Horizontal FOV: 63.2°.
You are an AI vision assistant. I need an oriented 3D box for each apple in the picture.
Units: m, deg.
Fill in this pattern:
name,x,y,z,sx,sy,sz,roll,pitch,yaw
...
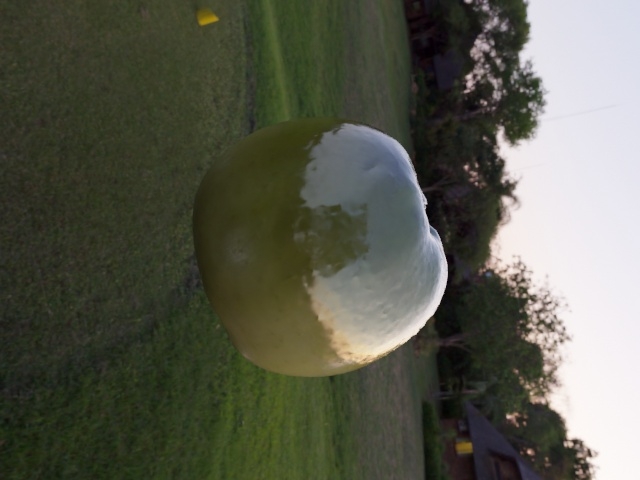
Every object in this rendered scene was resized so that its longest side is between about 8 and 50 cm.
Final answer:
name,x,y,z,sx,sy,sz,roll,pitch,yaw
apple,-0.008,-0.019,0.595,0.295,0.258,0.233,-93,159,-57
